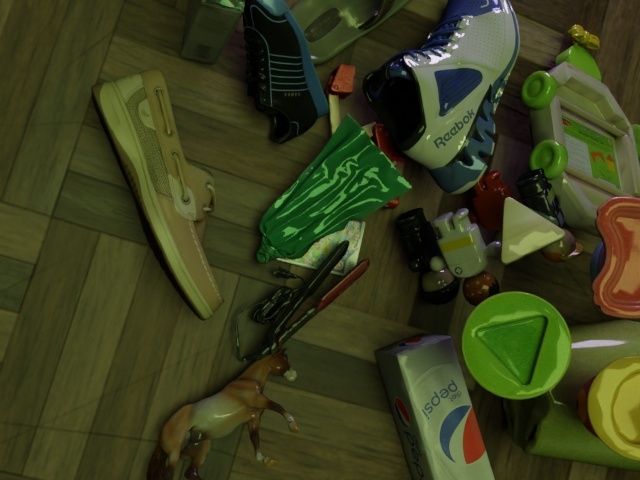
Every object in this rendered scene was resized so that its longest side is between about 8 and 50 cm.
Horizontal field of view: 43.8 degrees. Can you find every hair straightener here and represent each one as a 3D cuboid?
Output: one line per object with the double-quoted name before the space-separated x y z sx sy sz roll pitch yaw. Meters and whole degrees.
"hair straightener" -0.039 0.081 1.129 0.230 0.047 0.089 -44 75 -6

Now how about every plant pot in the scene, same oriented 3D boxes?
"plant pot" 0.414 0.221 1.163 0.254 0.276 0.275 3 86 -4

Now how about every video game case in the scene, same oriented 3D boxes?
"video game case" 0.000 0.000 1.162 0.122 0.011 0.087 14 83 -16

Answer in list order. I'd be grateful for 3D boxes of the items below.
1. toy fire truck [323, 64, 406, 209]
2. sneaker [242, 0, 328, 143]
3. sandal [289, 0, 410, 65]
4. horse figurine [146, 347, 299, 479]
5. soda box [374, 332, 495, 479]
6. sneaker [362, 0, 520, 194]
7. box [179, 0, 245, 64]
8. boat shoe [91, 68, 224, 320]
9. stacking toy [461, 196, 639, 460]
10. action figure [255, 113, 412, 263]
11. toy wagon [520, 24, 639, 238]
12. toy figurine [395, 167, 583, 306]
"toy fire truck" 0.064 -0.149 1.170 0.135 0.047 0.191 11 85 -15
"sneaker" -0.065 -0.234 1.077 0.090 0.081 0.232 -41 131 -17
"sandal" 0.068 -0.368 1.163 0.120 0.086 0.302 44 76 -10
"horse figurine" -0.134 0.254 1.049 0.263 0.174 0.066 -34 127 -3
"soda box" 0.173 0.283 1.153 0.091 0.098 0.286 -17 91 -17
"sneaker" 0.166 -0.241 1.127 0.182 0.127 0.315 23 70 -31
"box" -0.119 -0.416 1.034 0.059 0.232 0.321 9 85 -16
"boat shoe" -0.190 -0.063 1.051 0.110 0.122 0.341 -23 92 -16
"stacking toy" 0.333 0.100 1.018 0.280 0.130 0.308 14 80 12
"action figure" -0.004 -0.049 1.116 0.232 0.063 0.137 -41 90 -1
"toy wagon" 0.412 -0.171 1.228 0.267 0.068 0.344 17 60 -34
"toy figurine" 0.235 0.001 1.130 0.213 0.209 0.148 -26 100 -16
